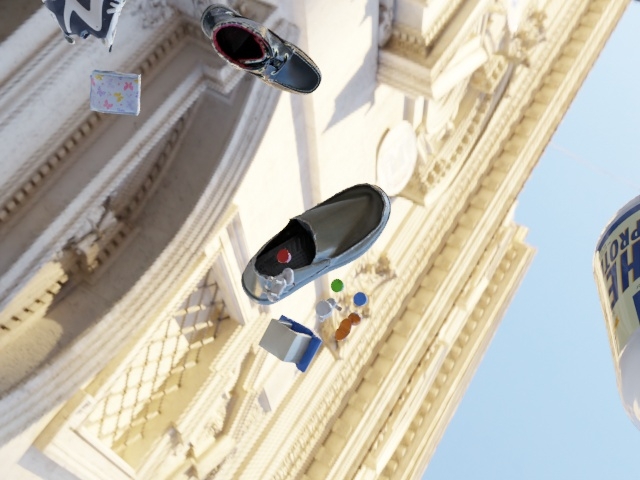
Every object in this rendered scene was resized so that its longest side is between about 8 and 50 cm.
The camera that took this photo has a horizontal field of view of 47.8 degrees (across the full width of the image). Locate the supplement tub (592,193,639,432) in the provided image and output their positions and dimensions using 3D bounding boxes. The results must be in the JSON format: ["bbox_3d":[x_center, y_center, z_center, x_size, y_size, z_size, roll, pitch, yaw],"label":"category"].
[{"bbox_3d":[0.448,0.101,0.817,0.235,0.235,0.325,7,-145,8],"label":"supplement tub"}]

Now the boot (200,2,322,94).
[{"bbox_3d":[-0.090,-0.300,1.196,0.085,0.236,0.178,-55,-158,14],"label":"boot"}]

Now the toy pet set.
[{"bbox_3d":[-0.009,0.087,0.803,0.122,0.065,0.114,30,-87,30],"label":"toy pet set"}]

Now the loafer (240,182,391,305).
[{"bbox_3d":[0.000,0.000,1.012,0.251,0.087,0.094,-38,-103,-14],"label":"loafer"}]

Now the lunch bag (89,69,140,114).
[{"bbox_3d":[-0.355,-0.257,1.247,0.083,0.071,0.053,2,-164,-12],"label":"lunch bag"}]

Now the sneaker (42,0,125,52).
[{"bbox_3d":[-0.362,-0.416,1.274,0.235,0.094,0.153,-19,-76,-11],"label":"sneaker"}]
